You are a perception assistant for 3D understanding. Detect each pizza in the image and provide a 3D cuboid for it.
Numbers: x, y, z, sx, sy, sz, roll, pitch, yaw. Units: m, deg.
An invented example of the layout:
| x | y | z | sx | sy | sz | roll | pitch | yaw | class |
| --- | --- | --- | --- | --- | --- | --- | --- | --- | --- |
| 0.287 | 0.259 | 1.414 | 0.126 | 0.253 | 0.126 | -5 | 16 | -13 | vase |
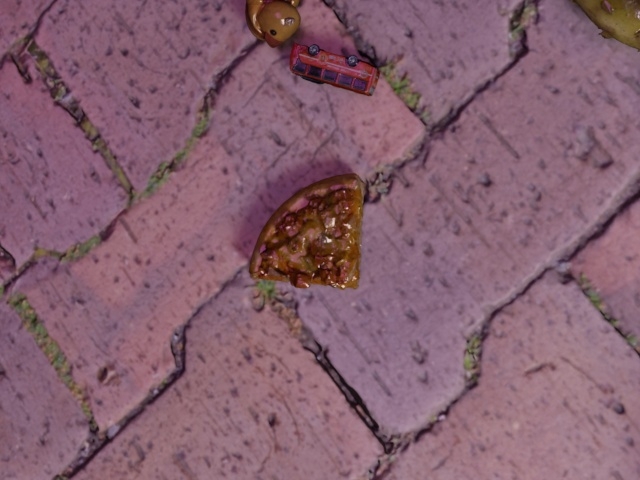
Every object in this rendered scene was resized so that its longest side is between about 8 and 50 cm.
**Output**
| x | y | z | sx | sy | sz | roll | pitch | yaw | class |
| --- | --- | --- | --- | --- | --- | --- | --- | --- | --- |
| -0.001 | 0.000 | 0.919 | 0.134 | 0.046 | 0.175 | 41 | 96 | 15 | pizza |

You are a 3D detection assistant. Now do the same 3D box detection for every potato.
| x | y | z | sx | sy | sz | roll | pitch | yaw | class |
| --- | --- | --- | --- | --- | --- | --- | --- | --- | --- |
| 0.306 | -0.301 | 0.835 | 0.117 | 0.090 | 0.226 | -31 | 85 | 5 | potato |

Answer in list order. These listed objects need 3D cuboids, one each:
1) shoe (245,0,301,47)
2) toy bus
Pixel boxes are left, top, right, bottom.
| x | y | z | sx | sy | sz | roll | pitch | yaw | class |
| --- | --- | --- | --- | --- | --- | --- | --- | --- | --- |
| -0.057 | -0.295 | 0.945 | 0.069 | 0.072 | 0.109 | -13 | 55 | 44 | shoe |
| 0.016 | -0.205 | 0.940 | 0.110 | 0.031 | 0.043 | 19 | 97 | 16 | toy bus |
